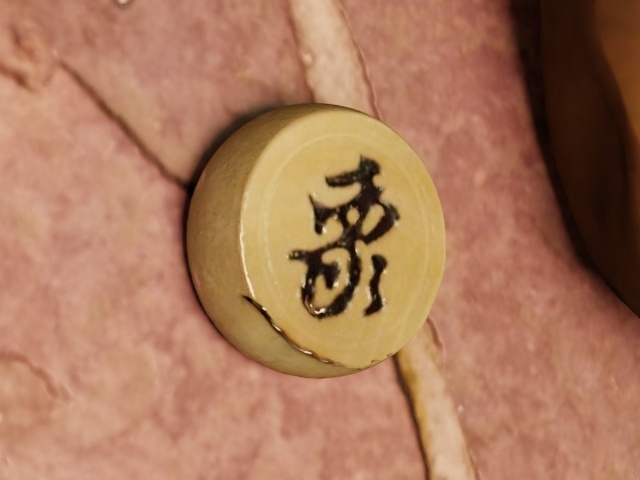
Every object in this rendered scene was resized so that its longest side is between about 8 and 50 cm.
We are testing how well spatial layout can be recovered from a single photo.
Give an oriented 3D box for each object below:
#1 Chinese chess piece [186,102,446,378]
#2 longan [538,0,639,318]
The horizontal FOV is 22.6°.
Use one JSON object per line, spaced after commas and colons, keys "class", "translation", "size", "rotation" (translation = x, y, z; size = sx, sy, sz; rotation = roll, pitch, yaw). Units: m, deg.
{"class": "Chinese chess piece", "translation": [0.000, 0.000, 0.834], "size": [0.144, 0.058, 0.144], "rotation": [3, 85, -37]}
{"class": "longan", "translation": [0.267, -0.076, 0.912], "size": [0.288, 0.288, 0.350], "rotation": [-30, 95, -35]}
